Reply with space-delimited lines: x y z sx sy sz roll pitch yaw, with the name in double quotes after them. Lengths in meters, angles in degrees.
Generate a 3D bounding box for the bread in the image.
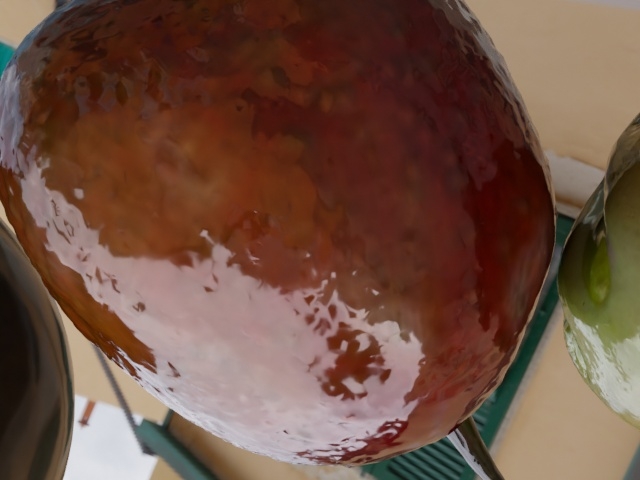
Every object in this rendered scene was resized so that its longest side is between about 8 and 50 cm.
0.193 0.018 0.431 0.158 0.156 0.260 44 158 26 "bread"

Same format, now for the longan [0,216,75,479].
-0.302 0.105 0.557 0.288 0.288 0.350 19 -137 -56 "longan"

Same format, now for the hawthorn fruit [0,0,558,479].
0.000 0.000 0.474 0.369 0.285 0.285 50 -179 -5 "hawthorn fruit"
